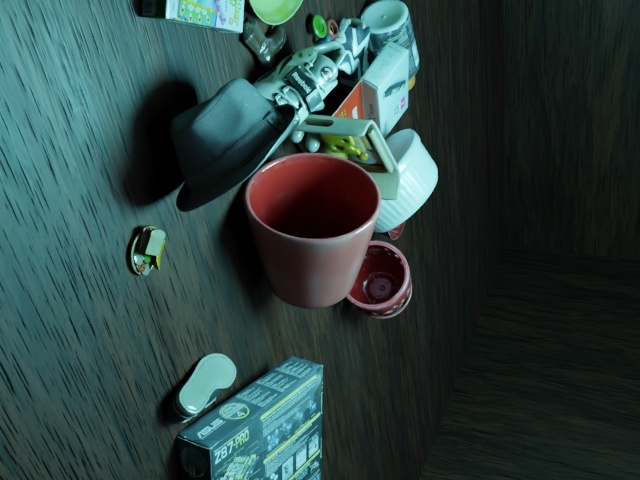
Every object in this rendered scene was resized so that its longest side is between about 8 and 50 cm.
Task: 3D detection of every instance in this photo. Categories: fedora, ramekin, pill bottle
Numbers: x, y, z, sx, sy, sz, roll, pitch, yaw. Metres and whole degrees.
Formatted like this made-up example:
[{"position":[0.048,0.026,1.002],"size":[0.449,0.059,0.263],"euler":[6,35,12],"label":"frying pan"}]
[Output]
[{"position":[-0.168,-0.181,1.399],"size":[0.124,0.243,0.275],"euler":[54,40,-19],"label":"fedora"},{"position":[0.171,-0.138,2.076],"size":[0.127,0.273,0.273],"euler":[44,47,-17],"label":"ramekin"},{"position":[0.188,-0.500,2.195],"size":[0.246,0.130,0.130],"euler":[66,39,-52],"label":"pill bottle"}]

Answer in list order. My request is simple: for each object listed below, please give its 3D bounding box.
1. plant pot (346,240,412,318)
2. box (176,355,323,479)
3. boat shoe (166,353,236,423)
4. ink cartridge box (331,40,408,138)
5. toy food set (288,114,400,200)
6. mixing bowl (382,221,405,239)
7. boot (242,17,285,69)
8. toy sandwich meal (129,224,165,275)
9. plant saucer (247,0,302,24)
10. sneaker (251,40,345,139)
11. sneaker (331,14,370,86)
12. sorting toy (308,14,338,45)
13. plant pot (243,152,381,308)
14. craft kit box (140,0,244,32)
[{"position":[0.154,0.113,2.264],"size":[0.174,0.191,0.191],"euler":[57,46,-69],"label":"plant pot"},{"position":[-0.133,0.467,1.752],"size":[0.395,0.097,0.318],"euler":[-29,126,-52],"label":"box"},{"position":[-0.230,0.281,1.590],"size":[0.065,0.075,0.206],"euler":[-44,180,26],"label":"boat shoe"},{"position":[0.126,-0.315,2.030],"size":[0.239,0.060,0.275],"euler":[-55,164,-14],"label":"ink cartridge box"},{"position":[0.034,-0.176,1.824],"size":[0.306,0.219,0.092],"euler":[50,52,-61],"label":"toy food set"},{"position":[0.173,-0.098,2.337],"size":[0.181,0.098,0.181],"euler":[9,90,-68],"label":"mixing bowl"},{"position":[-0.113,-0.409,1.638],"size":[0.114,0.037,0.106],"euler":[45,54,-57],"label":"boot"},{"position":[-0.283,0.017,1.381],"size":[0.085,0.029,0.086],"euler":[8,90,-67],"label":"toy sandwich meal"},{"position":[-0.089,-0.541,1.607],"size":[0.241,0.037,0.241],"euler":[-43,142,-47],"label":"plant saucer"},{"position":[-0.045,-0.307,1.651],"size":[0.122,0.146,0.330],"euler":[49,41,-22],"label":"sneaker"},{"position":[0.089,-0.459,2.016],"size":[0.235,0.094,0.153],"euler":[16,91,-57],"label":"sneaker"},{"position":[-0.001,-0.471,1.884],"size":[0.102,0.042,0.061],"euler":[-9,91,-54],"label":"sorting toy"},{"position":[-0.018,-0.006,1.734],"size":[0.243,0.275,0.275],"euler":[92,21,-44],"label":"plant pot"},{"position":[-0.202,-0.480,1.377],"size":[0.246,0.061,0.250],"euler":[-23,119,-67],"label":"craft kit box"}]
